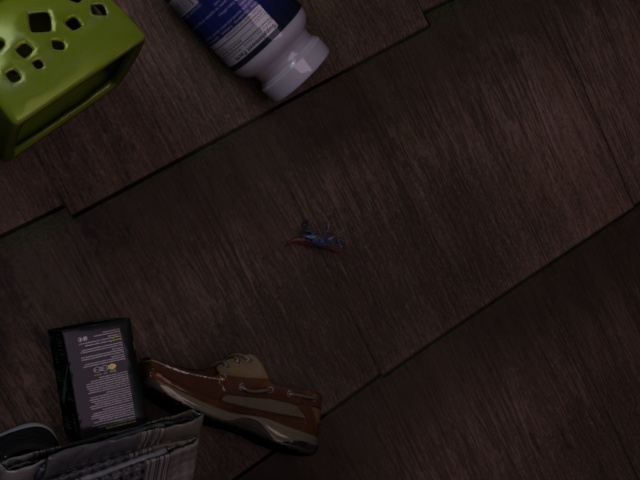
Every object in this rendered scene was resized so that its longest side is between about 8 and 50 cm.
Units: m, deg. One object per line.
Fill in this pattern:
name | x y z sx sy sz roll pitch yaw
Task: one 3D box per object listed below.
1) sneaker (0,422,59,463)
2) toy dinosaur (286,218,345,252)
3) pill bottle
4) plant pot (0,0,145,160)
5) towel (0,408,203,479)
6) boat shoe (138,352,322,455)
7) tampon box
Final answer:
sneaker | -0.484 0.346 1.445 0.295 0.147 0.105 -28 100 -23
toy dinosaur | 0.000 0.000 1.772 0.090 0.047 0.082 -38 115 11
pill bottle | -0.118 -0.353 1.666 0.265 0.153 0.153 46 69 -17
plant pot | -0.411 -0.273 1.488 0.228 0.227 0.207 -41 97 -22
towel | -0.304 0.409 1.479 0.312 0.056 0.324 -10 118 -36
boat shoe | -0.133 0.236 1.645 0.324 0.122 0.120 27 70 -30
tampon box | -0.325 0.200 1.545 0.101 0.120 0.161 -10 91 -25
